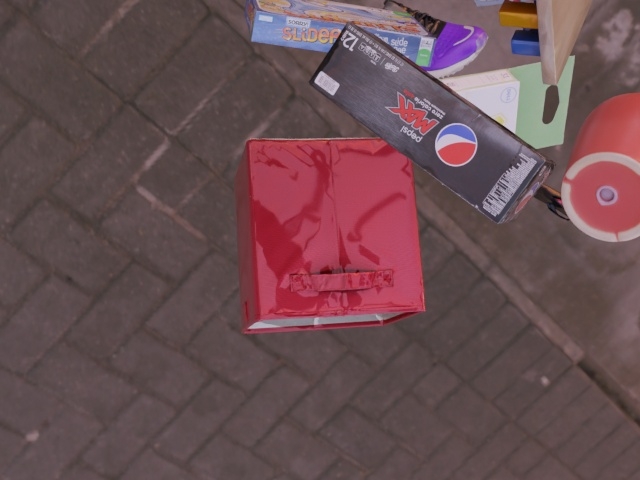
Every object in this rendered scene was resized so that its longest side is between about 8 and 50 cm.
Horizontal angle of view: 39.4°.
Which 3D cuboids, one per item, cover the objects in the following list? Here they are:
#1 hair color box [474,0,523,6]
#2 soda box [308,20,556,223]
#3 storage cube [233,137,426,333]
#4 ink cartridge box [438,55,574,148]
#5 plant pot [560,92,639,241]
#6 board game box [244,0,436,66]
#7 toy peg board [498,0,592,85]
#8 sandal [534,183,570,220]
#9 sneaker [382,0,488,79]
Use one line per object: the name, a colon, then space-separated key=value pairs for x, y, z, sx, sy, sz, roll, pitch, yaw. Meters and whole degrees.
hair color box: x=0.477 y=-0.584 z=1.743 sx=0.113 sy=0.374 sz=0.185 roll=37 pitch=58 yaw=-55
soda box: x=0.077 y=-0.081 z=0.621 sx=0.053 sy=0.169 sz=0.060 roll=-55 pitch=163 yaw=15
storage cube: x=0.000 y=0.000 z=1.016 sx=0.183 sy=0.215 sz=0.193 roll=-3 pitch=81 yaw=-10
ink cartridge box: x=0.297 y=-0.190 z=1.420 sx=0.235 sy=0.056 sz=0.171 roll=-11 pitch=129 yaw=-9
plant pot: x=0.621 y=-0.135 z=1.831 sx=0.243 sy=0.274 sz=0.275 roll=-40 pitch=139 yaw=-48
board game box: x=0.018 y=-0.244 z=1.022 sx=0.201 sy=0.136 sz=0.035 roll=6 pitch=115 yaw=-12
toy peg board: x=0.214 y=-0.269 z=0.880 sx=0.161 sy=0.079 sz=0.161 roll=-61 pitch=149 yaw=-30
sandal: x=0.557 y=-0.079 z=2.080 sx=0.179 sy=0.040 sz=0.067 roll=27 pitch=149 yaw=5
sneaker: x=0.171 y=-0.391 z=1.703 sx=0.102 sy=0.293 sz=0.146 roll=-54 pitch=128 yaw=-29
